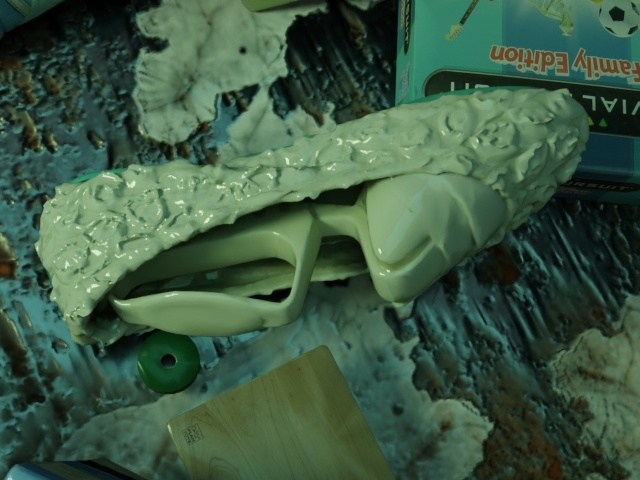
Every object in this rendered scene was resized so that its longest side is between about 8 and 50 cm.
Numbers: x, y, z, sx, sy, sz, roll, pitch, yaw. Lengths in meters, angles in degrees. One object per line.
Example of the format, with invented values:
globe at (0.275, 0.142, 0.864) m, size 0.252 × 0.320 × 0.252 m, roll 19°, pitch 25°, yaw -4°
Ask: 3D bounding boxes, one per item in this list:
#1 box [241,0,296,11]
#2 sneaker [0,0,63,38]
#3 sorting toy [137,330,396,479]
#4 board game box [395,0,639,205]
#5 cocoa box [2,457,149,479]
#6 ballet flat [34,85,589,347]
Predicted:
box at (0.008, -0.288, 0.721) m, size 0.243 × 0.213 × 0.117 m, roll -8°, pitch 74°, yaw 22°
sneaker at (-0.307, -0.272, 0.707) m, size 0.208 × 0.127 × 0.319 m, roll -41°, pitch 120°, yaw -11°
sorting toy at (-0.023, 0.174, 0.730) m, size 0.132 × 0.046 × 0.274 m, roll -25°, pitch 80°, yaw -14°
board game box at (0.196, -0.207, 0.845) m, size 0.254 × 0.079 × 0.336 m, roll 5°, pitch 75°, yaw -7°
cocoa box at (-0.127, 0.324, 0.545) m, size 0.231 × 0.228 × 0.347 m, roll 25°, pitch 78°, yaw 3°
ballet flat at (0.000, 0.000, 0.706) m, size 0.409 × 0.147 × 0.147 m, roll -12°, pitch 77°, yaw 3°
